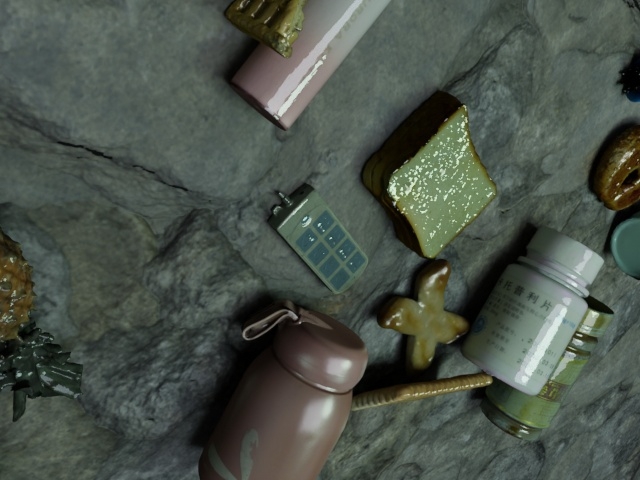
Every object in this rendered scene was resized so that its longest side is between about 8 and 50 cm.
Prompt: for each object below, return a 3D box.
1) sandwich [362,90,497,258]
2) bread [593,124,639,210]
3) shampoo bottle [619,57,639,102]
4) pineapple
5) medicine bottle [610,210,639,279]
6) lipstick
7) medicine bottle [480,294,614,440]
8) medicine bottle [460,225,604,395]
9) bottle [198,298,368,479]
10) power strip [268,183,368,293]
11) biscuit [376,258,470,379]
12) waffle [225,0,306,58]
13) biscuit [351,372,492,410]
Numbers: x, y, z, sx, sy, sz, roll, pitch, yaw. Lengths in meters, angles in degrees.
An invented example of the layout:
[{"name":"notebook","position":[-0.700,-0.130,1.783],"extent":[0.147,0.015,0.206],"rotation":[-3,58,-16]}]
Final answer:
[{"name":"sandwich","position":[0.173,-0.090,0.966],"extent":[0.186,0.065,0.215],"rotation":[-46,135,-4]},{"name":"bread","position":[0.625,-0.149,1.280],"extent":[0.193,0.064,0.193],"rotation":[-18,131,-22]},{"name":"shampoo bottle","position":[0.632,-0.308,1.190],"extent":[0.182,0.050,0.087],"rotation":[-14,127,-30]},{"name":"pineapple","position":[-0.332,0.091,0.657],"extent":[0.128,0.128,0.248],"rotation":[-30,136,-19]},{"name":"medicine bottle","position":[0.814,-0.010,1.443],"extent":[0.318,0.158,0.158],"rotation":[-12,123,-32]},{"name":"lipstick","position":[0.030,-0.279,0.720],"extent":[0.327,0.087,0.087],"rotation":[-51,135,1]},{"name":"medicine bottle","position":[0.477,0.257,1.355],"extent":[0.151,0.151,0.323],"rotation":[10,110,-41]},{"name":"medicine bottle","position":[0.405,0.132,1.203],"extent":[0.170,0.170,0.293],"rotation":[30,91,-44]},{"name":"bottle","position":[-0.061,0.243,0.930],"extent":[0.206,0.173,0.297],"rotation":[26,102,-10]},{"name":"power strip","position":[0.000,0.000,0.912],"extent":[0.080,0.029,0.227],"rotation":[-45,134,-5]},{"name":"biscuit","position":[0.187,0.145,1.135],"extent":[0.164,0.047,0.208],"rotation":[-41,133,-14]},{"name":"waffle","position":[-0.010,-0.287,0.663],"extent":[0.191,0.125,0.032],"rotation":[-49,137,3]},{"name":"biscuit","position":[0.186,0.277,1.171],"extent":[0.249,0.030,0.160],"rotation":[2,159,-37]}]
